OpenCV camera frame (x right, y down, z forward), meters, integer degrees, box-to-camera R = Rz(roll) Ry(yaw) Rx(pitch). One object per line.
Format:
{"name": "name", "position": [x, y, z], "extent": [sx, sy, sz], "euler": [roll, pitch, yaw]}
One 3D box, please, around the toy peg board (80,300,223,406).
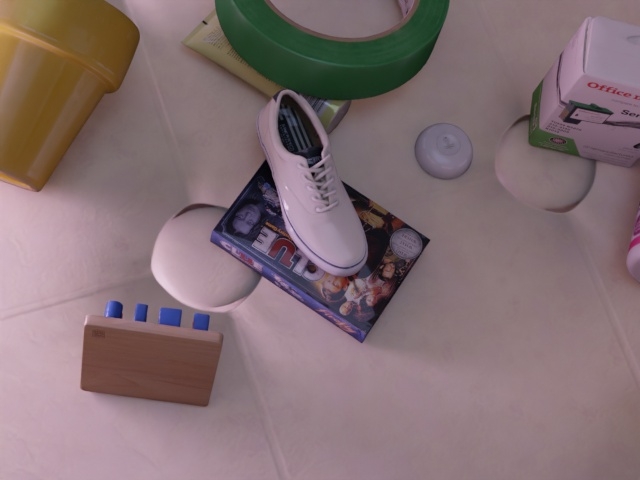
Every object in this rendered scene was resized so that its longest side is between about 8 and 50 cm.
{"name": "toy peg board", "position": [-0.204, 0.121, 1.520], "extent": [0.161, 0.161, 0.079], "euler": [8, 54, -7]}

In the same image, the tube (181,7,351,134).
{"name": "tube", "position": [-0.069, -0.237, 1.723], "extent": [0.240, 0.070, 0.062], "euler": [35, 113, 7]}

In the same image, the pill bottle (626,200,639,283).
{"name": "pill bottle", "position": [0.524, -0.072, 1.705], "extent": [0.160, 0.160, 0.283], "euler": [20, 68, -2]}

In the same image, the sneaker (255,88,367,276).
{"name": "sneaker", "position": [-0.014, -0.075, 1.604], "extent": [0.094, 0.091, 0.258], "euler": [-24, 76, -17]}

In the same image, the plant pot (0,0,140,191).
{"name": "plant pot", "position": [-0.385, -0.200, 1.566], "extent": [0.254, 0.254, 0.239], "euler": [21, 84, -2]}

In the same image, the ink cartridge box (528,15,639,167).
{"name": "ink cartridge box", "position": [0.394, -0.197, 1.696], "extent": [0.160, 0.219, 0.093], "euler": [12, 68, -5]}

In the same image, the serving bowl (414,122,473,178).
{"name": "serving bowl", "position": [0.174, -0.129, 1.737], "extent": [0.083, 0.027, 0.083], "euler": [3, 69, -8]}

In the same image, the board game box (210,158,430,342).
{"name": "board game box", "position": [0.000, 0.000, 1.652], "extent": [0.243, 0.042, 0.165], "euler": [33, 68, 3]}

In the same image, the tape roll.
{"name": "tape roll", "position": [0.016, -0.343, 1.729], "extent": [0.321, 0.077, 0.321], "euler": [6, 57, -9]}
